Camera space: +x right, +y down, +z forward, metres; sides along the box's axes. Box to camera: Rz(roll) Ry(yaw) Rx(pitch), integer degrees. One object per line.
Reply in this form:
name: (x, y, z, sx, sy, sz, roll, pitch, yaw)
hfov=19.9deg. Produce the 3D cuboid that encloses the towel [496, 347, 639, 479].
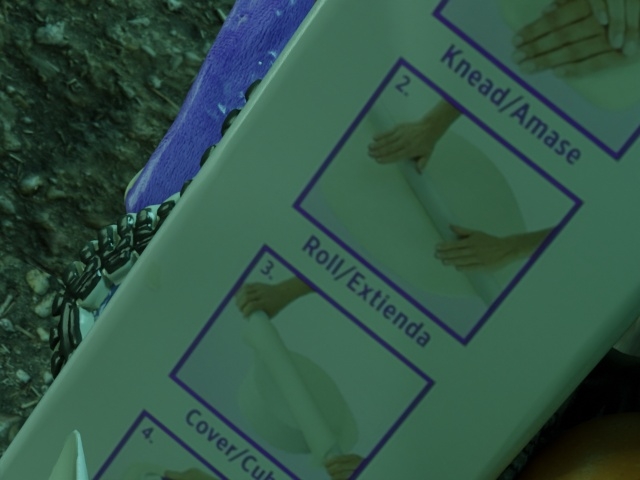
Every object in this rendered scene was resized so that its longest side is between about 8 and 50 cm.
towel: (-0.031, 0.205, 0.532, 0.312, 0.056, 0.324, -44, -9, -49)

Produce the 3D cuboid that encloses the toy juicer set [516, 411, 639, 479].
toy juicer set: (0.120, 0.014, 0.299, 0.329, 0.089, 0.209, -52, -9, 29)

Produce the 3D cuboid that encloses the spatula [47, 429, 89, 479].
spatula: (-0.057, 0.162, 0.308, 0.242, 0.019, 0.168, -106, 37, -59)

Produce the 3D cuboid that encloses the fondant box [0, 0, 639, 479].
fondant box: (0.027, 0.012, 0.498, 0.330, 0.096, 0.238, -54, -7, 26)

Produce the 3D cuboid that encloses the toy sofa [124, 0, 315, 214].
toy sofa: (0.011, -0.135, 1.283, 0.362, 0.177, 0.150, -64, 6, -13)

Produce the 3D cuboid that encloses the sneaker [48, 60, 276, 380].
sneaker: (0.000, 0.000, 1.004, 0.330, 0.147, 0.130, -35, 48, 32)

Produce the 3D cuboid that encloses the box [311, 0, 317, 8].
box: (0.080, -0.168, 1.071, 0.148, 0.127, 0.232, -59, 7, 30)
